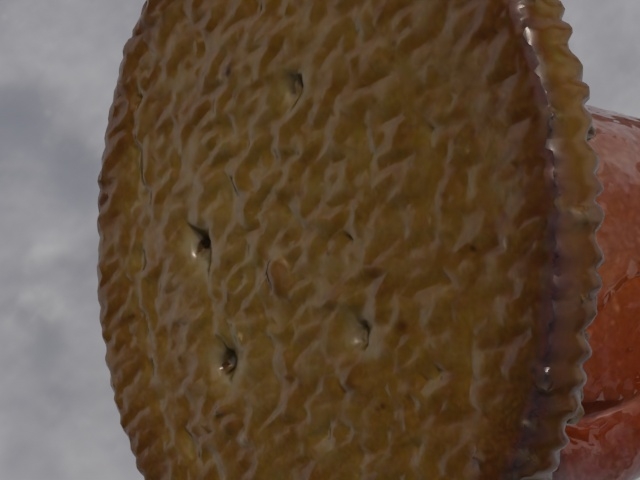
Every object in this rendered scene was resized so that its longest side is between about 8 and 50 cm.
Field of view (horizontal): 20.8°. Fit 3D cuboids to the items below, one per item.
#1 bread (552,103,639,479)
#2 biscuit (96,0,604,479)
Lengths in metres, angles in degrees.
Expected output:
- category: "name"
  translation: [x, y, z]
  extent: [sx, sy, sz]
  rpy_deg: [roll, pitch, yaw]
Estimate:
- category: "bread"
  translation: [0.090, 0.025, 0.833]
  extent: [0.123, 0.244, 0.190]
  rpy_deg: [17, 88, -19]
- category: "biscuit"
  translation: [0.000, 0.000, 0.661]
  extent: [0.305, 0.038, 0.305]
  rpy_deg: [-1, 89, 53]
